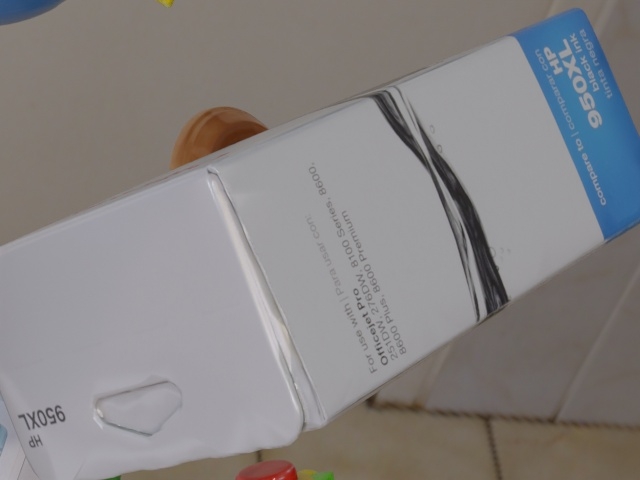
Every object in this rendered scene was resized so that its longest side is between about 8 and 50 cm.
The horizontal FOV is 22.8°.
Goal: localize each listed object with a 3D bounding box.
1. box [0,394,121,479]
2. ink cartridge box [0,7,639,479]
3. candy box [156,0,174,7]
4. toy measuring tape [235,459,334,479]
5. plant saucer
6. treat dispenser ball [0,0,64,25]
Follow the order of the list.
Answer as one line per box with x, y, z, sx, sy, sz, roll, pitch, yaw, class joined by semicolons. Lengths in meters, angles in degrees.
-0.306;0.153;1.396;0.231;0.126;0.262;7;-1;5;box
0.000;0.000;1.078;0.395;0.285;0.166;-27;96;-45;ink cartridge box
-0.140;-0.217;1.041;0.105;0.027;0.206;29;18;-19;candy box
-0.073;0.315;1.681;0.121;0.121;0.330;29;20;10;toy measuring tape
-0.078;-0.045;1.657;0.200;0.037;0.200;20;65;-49;plant saucer
-0.321;-0.343;1.478;0.288;0.288;0.288;11;42;-10;treat dispenser ball
